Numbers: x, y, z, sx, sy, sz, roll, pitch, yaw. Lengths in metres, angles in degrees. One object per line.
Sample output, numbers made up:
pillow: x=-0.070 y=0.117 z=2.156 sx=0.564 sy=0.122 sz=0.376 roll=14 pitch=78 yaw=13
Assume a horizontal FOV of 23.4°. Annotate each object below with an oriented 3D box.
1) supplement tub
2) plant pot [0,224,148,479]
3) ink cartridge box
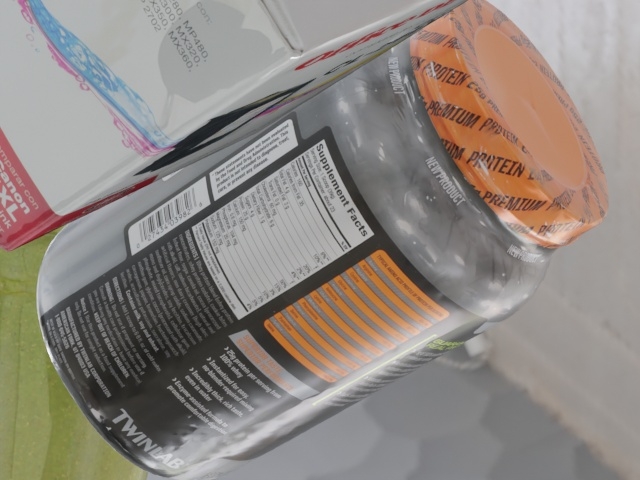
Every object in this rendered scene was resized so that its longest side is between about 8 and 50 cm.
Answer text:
supplement tub: x=0.000 y=0.000 z=0.927 sx=0.316 sy=0.193 sz=0.193 roll=-31 pitch=77 yaw=26
plant pot: x=-0.238 y=0.133 z=1.337 sx=0.276 sy=0.276 sz=0.254 roll=149 pitch=128 yaw=-68
ink cartridge box: x=-0.030 y=-0.073 z=0.477 sx=0.175 sy=0.127 sz=0.072 roll=-26 pitch=93 yaw=50
